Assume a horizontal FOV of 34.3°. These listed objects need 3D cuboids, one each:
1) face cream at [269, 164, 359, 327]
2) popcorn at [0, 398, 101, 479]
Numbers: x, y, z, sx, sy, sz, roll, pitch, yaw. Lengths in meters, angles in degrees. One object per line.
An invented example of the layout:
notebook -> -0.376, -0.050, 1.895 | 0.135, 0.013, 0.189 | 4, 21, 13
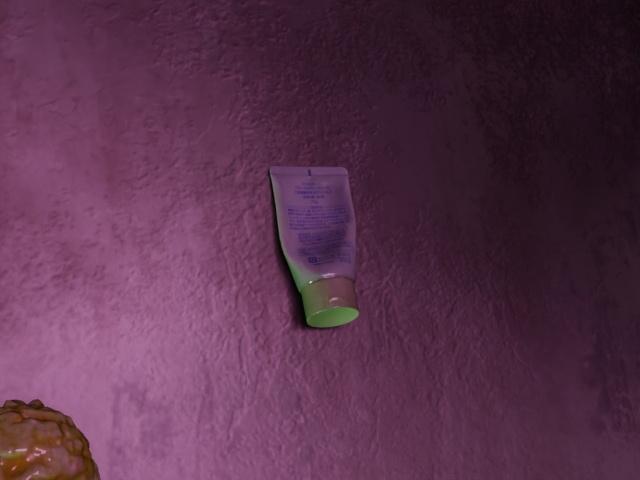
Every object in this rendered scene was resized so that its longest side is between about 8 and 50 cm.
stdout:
face cream -> 0.000, 0.000, 1.383 | 0.114, 0.070, 0.224 | 0, 64, -22
popcorn -> -0.334, 0.263, 1.111 | 0.187, 0.185, 0.167 | -37, 73, -17
